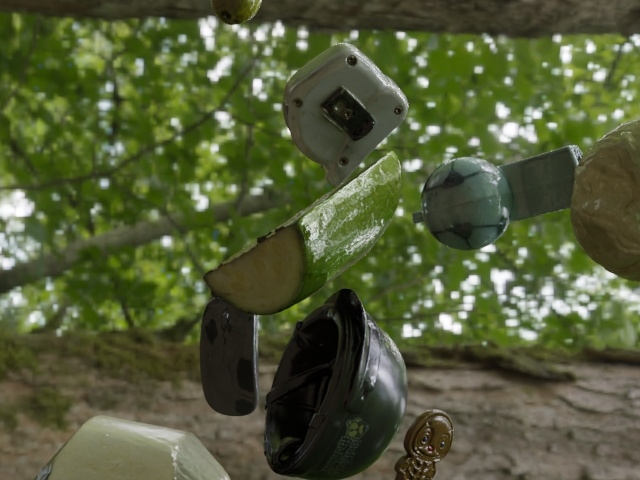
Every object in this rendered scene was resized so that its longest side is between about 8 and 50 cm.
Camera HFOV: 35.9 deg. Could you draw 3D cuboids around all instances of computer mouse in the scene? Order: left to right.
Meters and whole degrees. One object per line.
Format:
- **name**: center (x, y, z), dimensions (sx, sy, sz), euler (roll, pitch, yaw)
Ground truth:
- **computer mouse**: center (-0.171, 0.219, 1.879), dimensions (0.120, 0.057, 0.232), euler (0, -90, 23)

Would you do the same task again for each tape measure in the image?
- **tape measure**: center (0.046, -0.279, 2.182), dimensions (0.258, 0.265, 0.130), euler (-44, -153, 14)

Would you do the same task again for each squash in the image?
- **squash**: center (0.000, 0.000, 1.390), dimensions (0.203, 0.288, 0.111), euler (-30, -85, 36)

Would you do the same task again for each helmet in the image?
- **helmet**: center (0.038, 0.213, 1.368), dimensions (0.279, 0.160, 0.230), euler (-55, -157, 24)

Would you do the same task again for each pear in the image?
- **pear**: center (-0.173, -0.497, 2.007), dimensions (0.107, 0.107, 0.131), euler (-52, -166, 52)

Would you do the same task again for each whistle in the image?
- **whistle**: center (0.261, -0.067, 1.560), dimensions (0.289, 0.163, 0.164), euler (-17, -106, 41)

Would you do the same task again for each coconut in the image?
- **coconut**: center (-0.292, 0.408, 1.435), dimensions (0.323, 0.323, 0.323), euler (1, -89, 64)

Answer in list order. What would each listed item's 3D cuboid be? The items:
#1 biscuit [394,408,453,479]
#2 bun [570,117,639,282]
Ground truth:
- **biscuit**: center (0.199, 0.405, 1.884), dimensions (0.026, 0.124, 0.175), euler (24, -89, 50)
- **bun**: center (0.410, -0.048, 1.182), dimensions (0.134, 0.220, 0.221), euler (-41, 135, -78)
